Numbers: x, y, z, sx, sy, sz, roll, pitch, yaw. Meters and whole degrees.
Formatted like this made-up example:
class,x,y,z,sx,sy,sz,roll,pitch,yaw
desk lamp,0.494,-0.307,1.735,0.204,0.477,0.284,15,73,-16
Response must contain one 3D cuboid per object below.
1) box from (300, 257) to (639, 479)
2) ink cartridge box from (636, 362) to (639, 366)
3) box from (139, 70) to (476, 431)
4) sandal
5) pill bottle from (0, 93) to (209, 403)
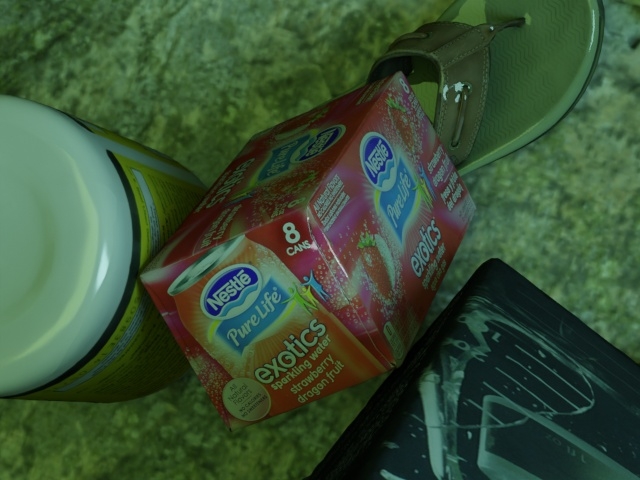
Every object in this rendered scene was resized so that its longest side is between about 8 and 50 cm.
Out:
class,x,y,z,sx,sy,sz,roll,pitch,yaw
box,0.164,0.307,1.083,0.480,0.472,0.297,37,110,2
ink cartridge box,0.213,0.219,1.350,0.189,0.097,0.255,-2,104,14
box,0.000,0.000,1.291,0.128,0.257,0.122,-22,105,24
sandal,0.075,-0.095,1.417,0.303,0.086,0.120,-36,77,9
pill bottle,-0.168,0.017,1.341,0.188,0.334,0.188,-2,84,15
